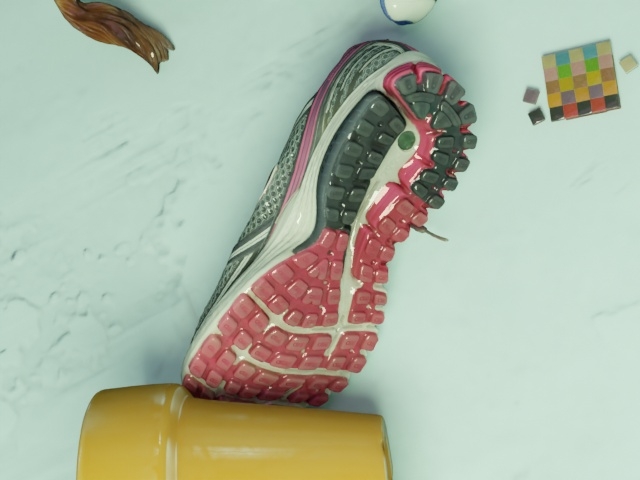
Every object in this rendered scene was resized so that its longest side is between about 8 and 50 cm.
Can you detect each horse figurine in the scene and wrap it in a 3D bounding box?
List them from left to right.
[{"bbox_3d":[-0.164,-0.266,1.177,0.174,0.066,0.263,1,76,14],"label":"horse figurine"}]

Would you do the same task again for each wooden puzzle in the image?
[{"bbox_3d":[0.182,-0.111,1.040,0.083,0.006,0.049,-11,75,19],"label":"wooden puzzle"}]

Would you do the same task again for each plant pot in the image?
[{"bbox_3d":[-0.043,0.189,0.976,0.188,0.205,0.205,-7,76,5],"label":"plant pot"}]

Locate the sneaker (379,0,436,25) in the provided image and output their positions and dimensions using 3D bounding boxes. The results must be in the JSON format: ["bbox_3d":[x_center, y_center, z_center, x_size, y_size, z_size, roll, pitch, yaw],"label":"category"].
[{"bbox_3d":[-0.033,-0.256,1.081,0.296,0.112,0.131,25,95,13],"label":"sneaker"}]

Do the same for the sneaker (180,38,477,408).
[{"bbox_3d":[0.000,0.000,1.044,0.299,0.121,0.112,-56,31,12],"label":"sneaker"}]
